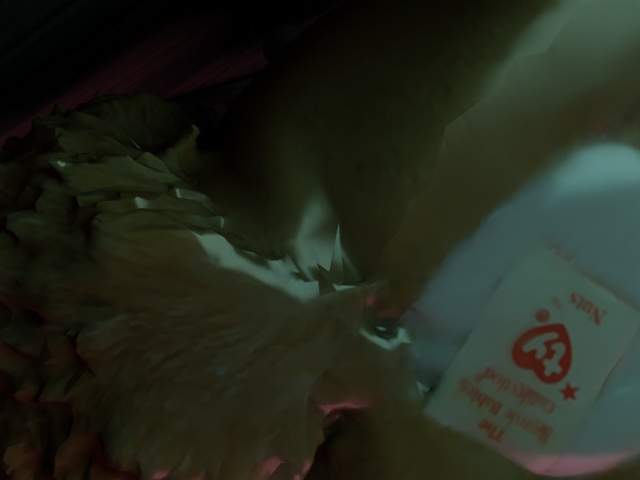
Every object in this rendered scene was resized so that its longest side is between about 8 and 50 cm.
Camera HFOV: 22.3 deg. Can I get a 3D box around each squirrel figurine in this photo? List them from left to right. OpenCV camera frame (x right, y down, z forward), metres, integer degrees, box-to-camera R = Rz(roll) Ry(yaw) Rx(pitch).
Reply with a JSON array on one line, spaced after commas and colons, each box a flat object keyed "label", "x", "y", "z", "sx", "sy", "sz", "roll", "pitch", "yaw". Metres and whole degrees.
[{"label": "squirrel figurine", "x": 0.000, "y": 0.000, "z": 0.716, "sx": 0.397, "sy": 0.281, "sz": 0.370, "roll": -9, "pitch": -165, "yaw": -12}]

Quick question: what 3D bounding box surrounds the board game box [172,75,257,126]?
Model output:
[{"label": "board game box", "x": -0.078, "y": -0.045, "z": 1.010, "sx": 0.194, "sy": 0.060, "sz": 0.194, "roll": -28, "pitch": 175, "yaw": 32}]
